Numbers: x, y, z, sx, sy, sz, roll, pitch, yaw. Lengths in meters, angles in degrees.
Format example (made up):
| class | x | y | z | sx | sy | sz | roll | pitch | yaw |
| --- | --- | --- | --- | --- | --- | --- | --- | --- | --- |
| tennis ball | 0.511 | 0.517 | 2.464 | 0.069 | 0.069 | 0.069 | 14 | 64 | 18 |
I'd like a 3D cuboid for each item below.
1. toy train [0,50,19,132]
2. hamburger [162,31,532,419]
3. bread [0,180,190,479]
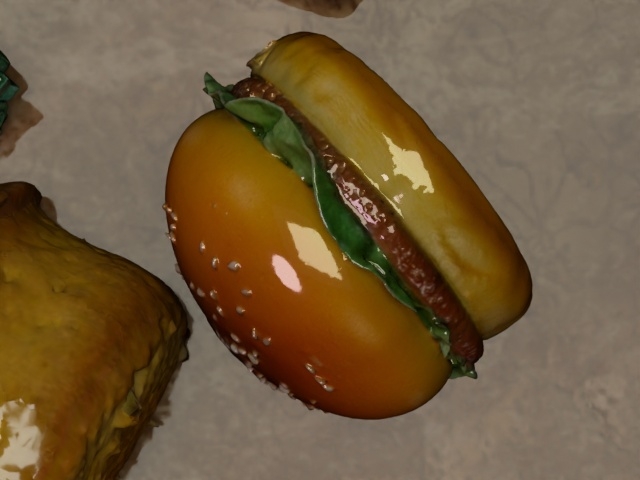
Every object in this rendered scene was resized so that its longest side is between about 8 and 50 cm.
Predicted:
| class | x | y | z | sx | sy | sz | roll | pitch | yaw |
| --- | --- | --- | --- | --- | --- | --- | --- | --- | --- |
| toy train | -0.275 | -0.052 | 1.070 | 0.083 | 0.132 | 0.200 | 39 | 87 | 1 |
| hamburger | 0.000 | 0.001 | 1.026 | 0.170 | 0.246 | 0.246 | -43 | 87 | -2 |
| bread | -0.213 | 0.121 | 1.013 | 0.194 | 0.179 | 0.340 | 29 | 75 | 0 |
